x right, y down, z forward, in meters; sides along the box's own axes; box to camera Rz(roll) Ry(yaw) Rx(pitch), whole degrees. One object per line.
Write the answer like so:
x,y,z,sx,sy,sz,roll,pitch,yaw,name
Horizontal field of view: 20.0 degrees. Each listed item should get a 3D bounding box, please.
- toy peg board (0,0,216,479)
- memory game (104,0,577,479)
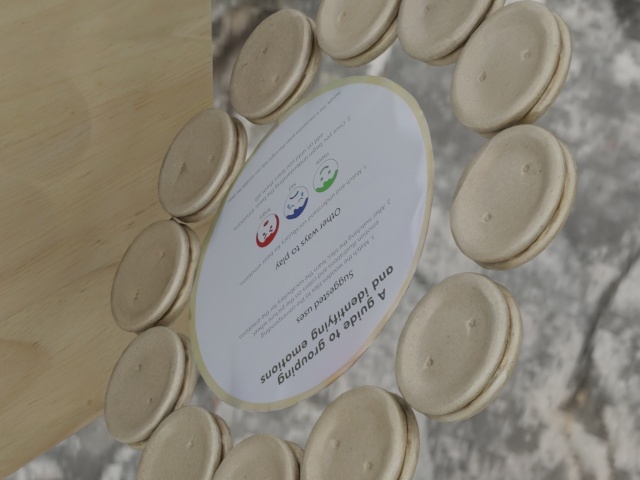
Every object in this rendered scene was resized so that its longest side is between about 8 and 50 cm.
-0.112,-0.018,0.573,0.079,0.160,0.161,15,28,30,toy peg board
0.000,0.000,0.495,0.012,0.186,0.186,27,43,-34,memory game
